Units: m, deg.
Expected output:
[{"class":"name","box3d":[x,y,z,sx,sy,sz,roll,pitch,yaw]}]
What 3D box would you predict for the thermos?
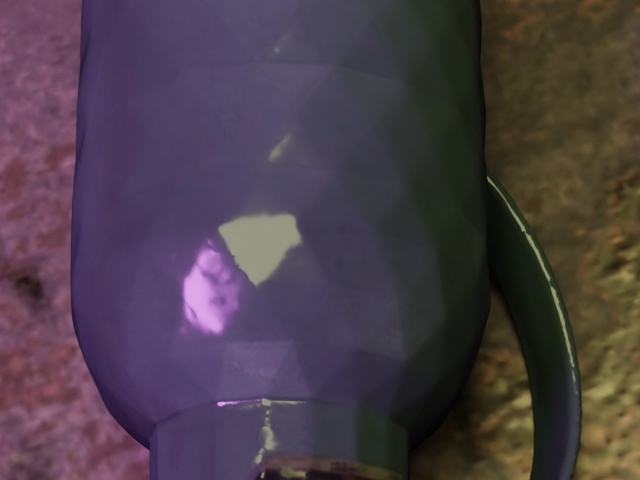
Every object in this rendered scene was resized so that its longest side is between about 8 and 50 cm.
[{"class":"thermos","box3d":[0.000,0.000,0.660,0.182,0.145,0.286,10,63,-24]}]
